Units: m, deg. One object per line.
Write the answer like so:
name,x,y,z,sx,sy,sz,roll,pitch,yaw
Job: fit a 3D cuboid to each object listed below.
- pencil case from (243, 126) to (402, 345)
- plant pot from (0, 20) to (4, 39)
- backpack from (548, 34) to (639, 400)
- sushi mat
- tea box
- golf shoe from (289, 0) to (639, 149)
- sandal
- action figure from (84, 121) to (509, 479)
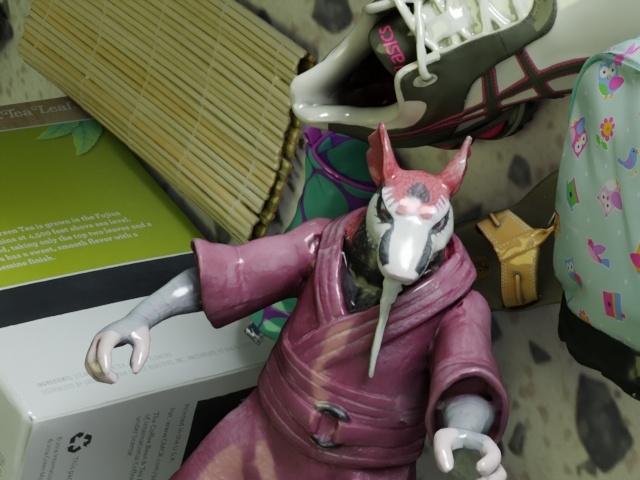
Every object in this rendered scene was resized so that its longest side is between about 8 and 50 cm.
pencil case,0.000,0.000,1.236,0.070,0.064,0.152,34,130,12
plant pot,-0.390,-0.179,1.620,0.188,0.187,0.167,63,154,18
backpack,0.181,-0.013,0.951,0.152,0.115,0.182,30,120,48
sushi mat,-0.116,-0.128,1.383,0.316,0.019,0.151,39,122,41
tea box,-0.219,0.123,1.432,0.323,0.220,0.329,47,134,37
golf shoe,0.096,-0.111,1.033,0.273,0.120,0.105,-34,71,50
sandal,0.107,0.007,1.109,0.180,0.049,0.072,-22,83,53
action figure,0.027,0.099,1.133,0.248,0.275,0.370,32,116,22
